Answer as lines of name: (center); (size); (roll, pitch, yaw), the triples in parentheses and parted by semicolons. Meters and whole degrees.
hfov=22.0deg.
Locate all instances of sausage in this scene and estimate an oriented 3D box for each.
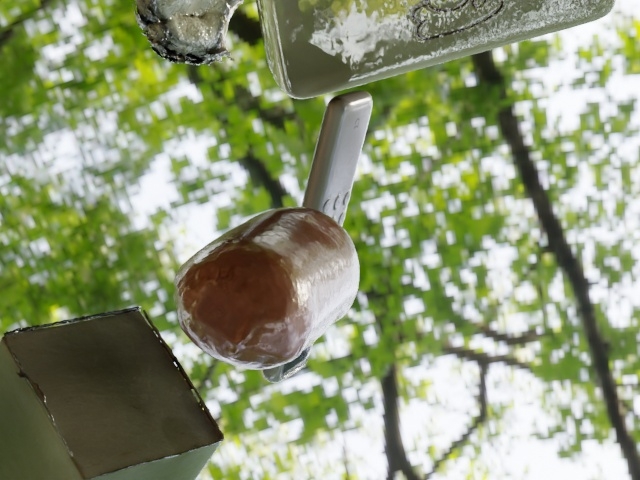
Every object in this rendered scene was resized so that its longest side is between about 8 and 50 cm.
sausage: (-0.026, 0.024, 0.887); (0.077, 0.077, 0.194); (0, -172, 14)

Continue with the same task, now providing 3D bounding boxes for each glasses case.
glasses case: (0.100, -0.224, 1.422); (0.313, 0.131, 0.070); (-16, -147, -10)

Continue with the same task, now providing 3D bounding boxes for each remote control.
remote control: (0.000, 0.000, 1.402); (0.029, 0.261, 0.067); (21, -160, 21)

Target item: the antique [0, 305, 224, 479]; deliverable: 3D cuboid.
antique: (-0.193, 0.157, 1.332); (0.146, 0.148, 0.152); (-10, -126, -42)

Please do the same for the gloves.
gloves: (-0.151, -0.245, 1.777); (0.070, 0.153, 0.114); (11, -92, 29)
